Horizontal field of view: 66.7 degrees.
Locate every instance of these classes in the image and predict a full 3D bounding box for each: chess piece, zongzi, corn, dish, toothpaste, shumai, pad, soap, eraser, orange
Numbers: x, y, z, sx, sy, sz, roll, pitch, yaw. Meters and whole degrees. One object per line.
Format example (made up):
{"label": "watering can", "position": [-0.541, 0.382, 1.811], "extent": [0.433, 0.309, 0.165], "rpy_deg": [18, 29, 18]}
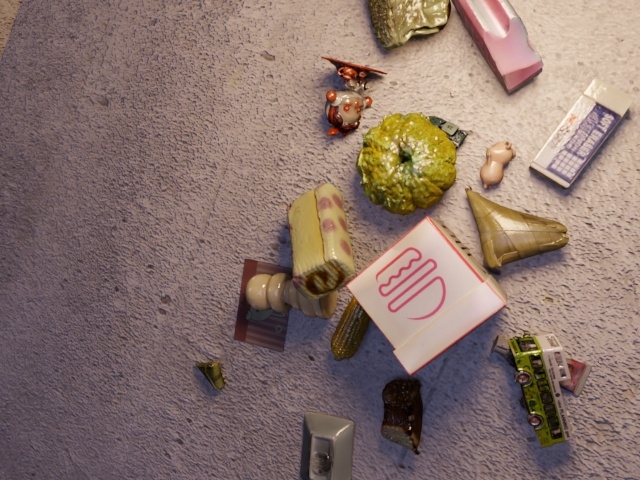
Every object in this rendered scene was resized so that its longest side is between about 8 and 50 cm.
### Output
{"label": "chess piece", "position": [-0.106, 0.174, 1.609], "extent": [0.300, 0.167, 0.167], "rpy_deg": [-2, 91, 24]}
{"label": "zongzi", "position": [0.556, -0.067, 1.396], "extent": [0.228, 0.115, 0.256], "rpy_deg": [-18, 75, 15]}
{"label": "corn", "position": [0.105, 0.271, 1.559], "extent": [0.097, 0.097, 0.261], "rpy_deg": [26, 96, 17]}
{"label": "dish", "position": [0.011, 0.711, 1.614], "extent": [0.182, 0.080, 0.243], "rpy_deg": [5, 94, 19]}
{"label": "toothpaste", "position": [0.633, 0.352, 1.406], "extent": [0.266, 0.061, 0.096], "rpy_deg": [22, 99, 11]}
{"label": "zongzi", "position": [-0.407, 0.495, 1.774], "extent": [0.113, 0.052, 0.104], "rpy_deg": [-11, 94, 32]}
{"label": "shumai", "position": [0.259, -0.714, 1.440], "extent": [0.222, 0.225, 0.260], "rpy_deg": [-22, 94, -7]}
{"label": "pad", "position": [-0.200, 0.227, 1.712], "extent": [0.202, 0.005, 0.299], "rpy_deg": [11, 95, 19]}
{"label": "soap", "position": [0.487, -0.581, 1.352], "extent": [0.109, 0.193, 0.323], "rpy_deg": [-32, 82, 19]}
{"label": "eraser", "position": [0.711, -0.289, 1.339], "extent": [0.124, 0.081, 0.279], "rpy_deg": [37, 103, 15]}
{"label": "orange", "position": [0.249, -0.230, 1.426], "extent": [0.300, 0.223, 0.301], "rpy_deg": [-18, 88, 19]}

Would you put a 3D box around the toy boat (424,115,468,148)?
{"label": "toy boat", "position": [0.373, -0.336, 1.472], "extent": [0.141, 0.060, 0.055], "rpy_deg": [38, 79, 20]}

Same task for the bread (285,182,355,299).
{"label": "bread", "position": [0.000, 0.000, 1.481], "extent": [0.187, 0.155, 0.338], "rpy_deg": [-27, 42, 19]}

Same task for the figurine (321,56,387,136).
{"label": "figurine", "position": [0.078, -0.435, 1.521], "extent": [0.160, 0.183, 0.226], "rpy_deg": [25, 112, 26]}

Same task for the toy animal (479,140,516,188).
{"label": "toy animal", "position": [0.512, -0.222, 1.415], "extent": [0.089, 0.083, 0.150], "rpy_deg": [23, 111, 4]}

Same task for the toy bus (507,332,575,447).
{"label": "toy bus", "position": [0.616, 0.410, 1.346], "extent": [0.139, 0.113, 0.301], "rpy_deg": [-16, 103, 15]}

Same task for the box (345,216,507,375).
{"label": "box", "position": [0.306, 0.143, 1.373], "extent": [0.312, 0.314, 0.300], "rpy_deg": [-43, 75, 15]}

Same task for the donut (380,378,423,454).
{"label": "donut", "position": [0.256, 0.542, 1.512], "extent": [0.126, 0.144, 0.186], "rpy_deg": [4, 123, 25]}
